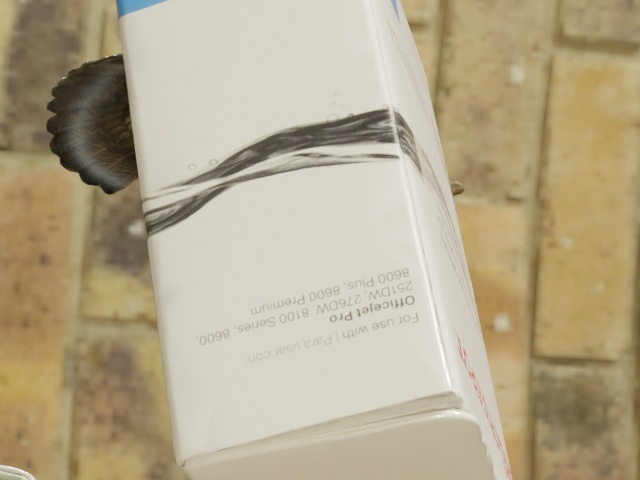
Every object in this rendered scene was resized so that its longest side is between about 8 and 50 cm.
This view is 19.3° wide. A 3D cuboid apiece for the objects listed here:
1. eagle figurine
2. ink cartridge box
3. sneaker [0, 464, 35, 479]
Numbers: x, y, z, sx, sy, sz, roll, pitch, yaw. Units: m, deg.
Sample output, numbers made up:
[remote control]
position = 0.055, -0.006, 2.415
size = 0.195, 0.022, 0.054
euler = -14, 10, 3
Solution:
[eagle figurine]
position = -0.066, -0.099, 1.591
size = 0.225, 0.226, 0.298
euler = -49, -137, -14
[ink cartridge box]
position = 0.000, 0.000, 1.183
size = 0.285, 0.166, 0.395
euler = 63, 14, -58
[sneaker]
position = -0.342, 0.287, 1.809
size = 0.292, 0.108, 0.169
euler = -11, -64, 39
